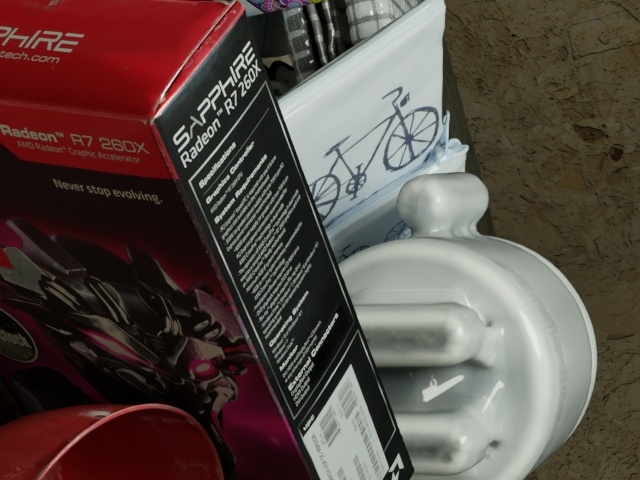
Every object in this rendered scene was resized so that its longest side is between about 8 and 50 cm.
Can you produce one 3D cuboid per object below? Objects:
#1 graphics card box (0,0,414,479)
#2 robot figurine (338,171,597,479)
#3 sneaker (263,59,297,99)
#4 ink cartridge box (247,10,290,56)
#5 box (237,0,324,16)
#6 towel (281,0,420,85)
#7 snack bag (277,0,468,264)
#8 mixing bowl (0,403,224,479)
[{"bbox_3d":[-0.102,0.029,0.789,0.094,0.233,0.371,-58,144,-34],"label":"graphics card box"},{"bbox_3d":[0.099,0.097,1.061,0.353,0.200,0.299,-5,97,-71],"label":"robot figurine"},{"bbox_3d":[-0.087,-0.074,1.226,0.447,0.169,0.257,45,18,-59],"label":"sneaker"},{"bbox_3d":[-0.094,-0.363,1.278,0.308,0.091,0.385,-28,121,-76],"label":"ink cartridge box"},{"bbox_3d":[-0.126,-0.282,0.810,0.177,0.279,0.290,60,24,-58],"label":"box"},{"bbox_3d":[0.017,-0.238,1.270,0.284,0.121,0.235,-8,87,-78],"label":"towel"},{"bbox_3d":[0.000,0.000,1.097,0.323,0.037,0.342,-36,145,-26],"label":"snack bag"},{"bbox_3d":[-0.146,0.162,0.754,0.181,0.098,0.181,-28,126,-48],"label":"mixing bowl"}]
